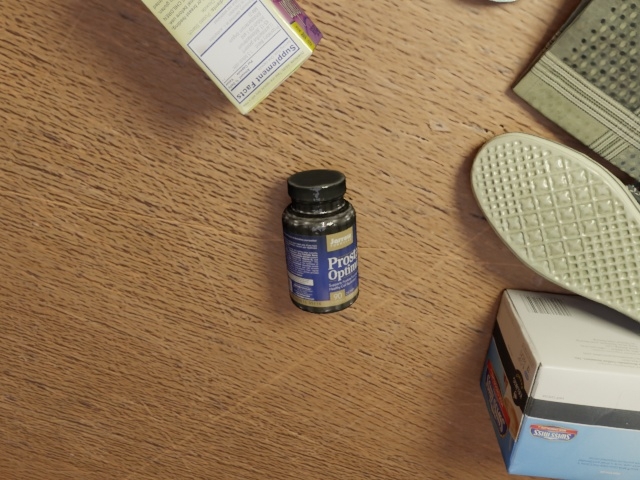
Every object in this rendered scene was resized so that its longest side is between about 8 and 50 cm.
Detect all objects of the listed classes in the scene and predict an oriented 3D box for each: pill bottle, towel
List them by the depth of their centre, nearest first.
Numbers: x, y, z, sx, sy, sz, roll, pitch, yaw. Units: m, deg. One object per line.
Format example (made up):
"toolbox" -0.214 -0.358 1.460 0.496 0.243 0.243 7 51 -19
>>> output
"towel" 0.477 -0.231 0.726 0.324 0.056 0.312 34 142 -3
"pill bottle" 0.000 0.000 0.900 0.122 0.123 0.219 -2 115 5

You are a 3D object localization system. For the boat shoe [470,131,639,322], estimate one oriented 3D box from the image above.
"boat shoe" 0.456 0.000 0.859 0.500 0.156 0.187 33 116 4

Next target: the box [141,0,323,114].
"box" -0.122 -0.314 0.709 0.117 0.213 0.243 -36 108 19

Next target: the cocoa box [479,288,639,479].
"cocoa box" 0.482 0.250 0.924 0.347 0.231 0.228 5 116 1
